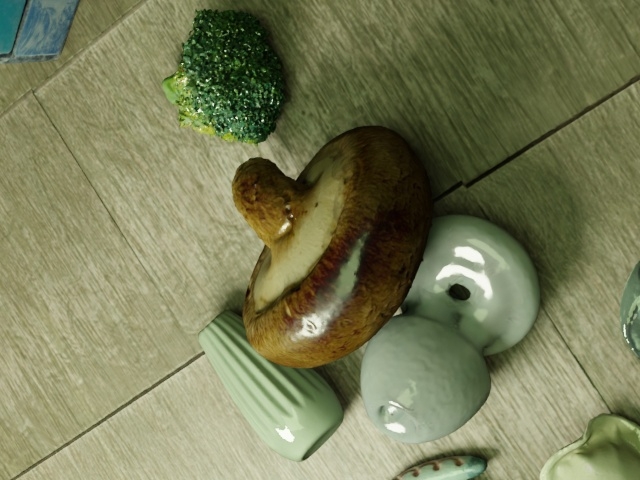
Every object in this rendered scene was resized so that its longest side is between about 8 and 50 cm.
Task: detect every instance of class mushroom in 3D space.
[{"bbox_3d":[0.022,0.008,1.473,0.239,0.345,0.345,-3,101,-21],"label":"mushroom"}]

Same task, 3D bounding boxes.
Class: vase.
[{"bbox_3d":[-0.081,0.209,1.632,0.248,0.128,0.128,45,109,16],"label":"vase"}]

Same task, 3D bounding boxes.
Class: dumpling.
[{"bbox_3d":[0.394,0.306,1.505,0.169,0.100,0.134,10,88,14],"label":"dumpling"}]

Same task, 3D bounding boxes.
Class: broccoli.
[{"bbox_3d":[-0.153,-0.229,1.582,0.194,0.194,0.220,-23,115,20],"label":"broccoli"}]

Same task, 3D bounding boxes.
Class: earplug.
[{"bbox_3d":[0.169,0.123,1.503,0.214,0.175,0.325,25,94,17],"label":"earplug"}]

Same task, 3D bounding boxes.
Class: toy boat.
[{"bbox_3d":[0.165,0.397,1.605,0.207,0.079,0.134,-22,95,18],"label":"toy boat"}]

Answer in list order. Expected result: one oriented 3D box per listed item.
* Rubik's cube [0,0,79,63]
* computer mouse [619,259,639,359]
[{"bbox_3d":[-0.523,-0.448,1.557,0.316,0.313,0.318,28,108,12],"label":"Rubik's cube"},{"bbox_3d":[0.528,0.175,1.445,0.167,0.090,0.379,-27,96,20],"label":"computer mouse"}]
